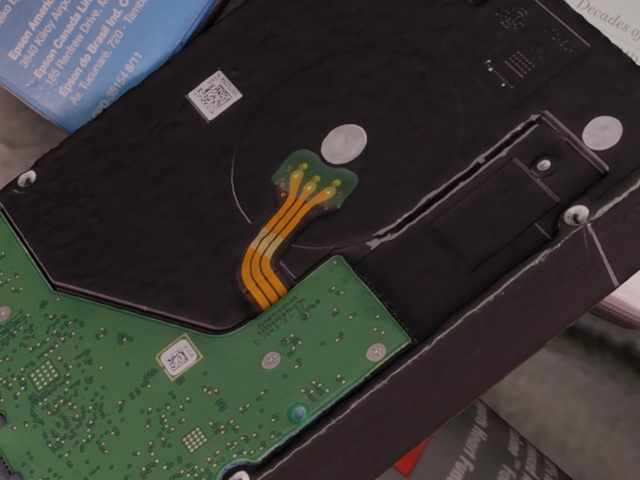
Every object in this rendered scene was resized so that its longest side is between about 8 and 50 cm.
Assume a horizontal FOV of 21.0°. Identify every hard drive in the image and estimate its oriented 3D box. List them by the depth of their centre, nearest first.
[{"bbox_3d":[-0.019,0.004,0.786,0.339,0.064,0.237,-38,50,-4],"label":"hard drive"}]

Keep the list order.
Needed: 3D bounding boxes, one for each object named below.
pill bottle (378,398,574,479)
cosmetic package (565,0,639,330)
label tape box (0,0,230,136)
[{"bbox_3d":[0.085,0.220,0.878,0.363,0.210,0.210,41,86,-5],"label":"pill bottle"},{"bbox_3d":[0.159,-0.061,0.916,0.151,0.151,0.183,26,86,-5],"label":"cosmetic package"},{"bbox_3d":[-0.168,-0.239,0.871,0.334,0.106,0.240,37,105,-3],"label":"label tape box"}]
